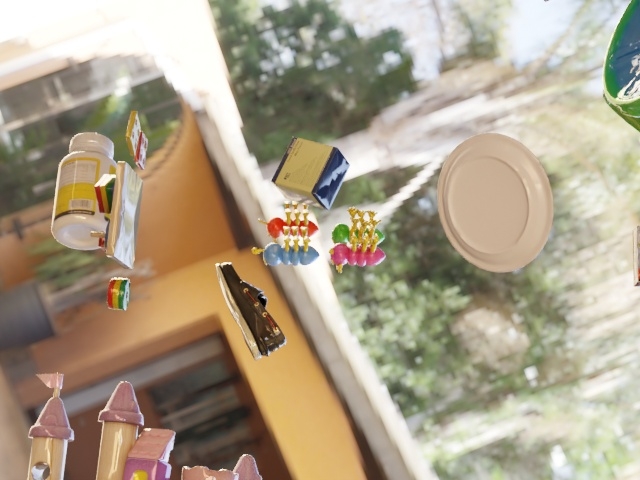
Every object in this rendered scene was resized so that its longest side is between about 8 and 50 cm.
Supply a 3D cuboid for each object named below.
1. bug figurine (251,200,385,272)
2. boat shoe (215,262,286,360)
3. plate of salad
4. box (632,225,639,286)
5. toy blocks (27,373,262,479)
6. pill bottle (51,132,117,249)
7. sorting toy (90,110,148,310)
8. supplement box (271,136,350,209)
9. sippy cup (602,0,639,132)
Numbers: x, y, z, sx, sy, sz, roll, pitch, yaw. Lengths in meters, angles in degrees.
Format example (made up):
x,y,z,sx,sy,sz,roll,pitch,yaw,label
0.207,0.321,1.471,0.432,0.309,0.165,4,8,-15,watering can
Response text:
x,y,z,sx,sy,sz,roll,pitch,yaw,label
0.000,0.000,2.337,0.279,0.216,0.072,-88,180,-76,bug figurine
-0.076,0.071,1.518,0.133,0.042,0.049,58,-12,40,boat shoe
0.251,-0.054,2.018,0.200,0.048,0.200,11,-73,41,plate of salad
0.552,0.029,2.194,0.027,0.137,0.094,106,-11,-70,box
-0.231,0.286,1.640,0.309,0.288,0.260,41,53,-67,toy blocks
-0.390,-0.085,2.375,0.103,0.103,0.184,84,6,-58,pill bottle
-0.291,-0.044,2.013,0.132,0.046,0.275,68,27,-80,sorting toy
-0.015,-0.102,2.160,0.083,0.083,0.056,16,-19,31,supplement box
0.526,-0.231,1.849,0.224,0.240,0.305,25,5,-17,sippy cup
